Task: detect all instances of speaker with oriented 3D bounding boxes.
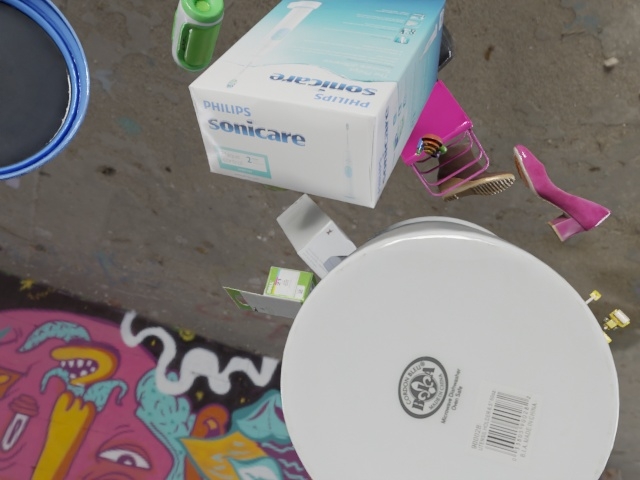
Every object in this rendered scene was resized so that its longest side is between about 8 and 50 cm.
[{"bbox_3d":[-0.373,-0.629,1.574,0.131,0.131,0.296,20,160,-16],"label":"speaker"}]

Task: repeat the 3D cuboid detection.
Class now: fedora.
[{"bbox_3d":[0.394,-0.742,1.938,0.153,0.333,0.334,-29,132,29],"label":"fedora"}]

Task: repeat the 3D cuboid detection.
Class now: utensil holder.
[{"bbox_3d":[0.142,0.131,0.657,0.328,0.327,0.385,2,-178,12],"label":"utensil holder"}]

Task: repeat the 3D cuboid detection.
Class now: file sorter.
[{"bbox_3d":[0.348,-0.298,1.561,0.202,0.290,0.182,-31,125,17],"label":"file sorter"}]

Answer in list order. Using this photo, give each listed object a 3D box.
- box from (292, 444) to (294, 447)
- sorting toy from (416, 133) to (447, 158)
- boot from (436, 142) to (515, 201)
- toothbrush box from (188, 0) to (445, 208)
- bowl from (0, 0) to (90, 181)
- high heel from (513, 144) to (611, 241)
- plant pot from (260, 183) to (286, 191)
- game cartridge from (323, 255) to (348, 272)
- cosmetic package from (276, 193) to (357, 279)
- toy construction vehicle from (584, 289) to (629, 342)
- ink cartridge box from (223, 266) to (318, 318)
[{"bbox_3d":[0.029,0.264,1.060,0.060,0.216,0.270,23,127,-28],"label":"box"},{"bbox_3d":[0.245,-0.203,1.171,0.061,0.042,0.102,18,175,24],"label":"sorting toy"},{"bbox_3d":[0.503,-0.245,1.729,0.249,0.206,0.090,-12,148,27],"label":"boot"},{"bbox_3d":[0.014,-0.197,0.656,0.217,0.295,0.126,13,137,17],"label":"toothbrush box"},{"bbox_3d":[-0.620,-0.289,0.922,0.391,0.390,0.077,24,167,-21],"label":"bowl"},{"bbox_3d":[0.500,-0.117,1.086,0.117,0.082,0.244,-32,99,15],"label":"high heel"},{"bbox_3d":[-0.121,-0.265,1.286,0.275,0.274,0.293,2,147,12],"label":"plant pot"},{"bbox_3d":[0.133,0.157,1.432,0.060,0.294,0.196,-44,169,14],"label":"game cartridge"},{"bbox_3d":[0.000,0.000,1.781,0.156,0.385,0.217,-42,111,3],"label":"cosmetic package"},{"bbox_3d":[0.455,0.136,0.876,0.035,0.085,0.098,-25,159,-31],"label":"toy construction vehicle"},{"bbox_3d":[-0.141,0.156,1.585,0.256,0.096,0.188,9,155,13],"label":"ink cartridge box"}]
